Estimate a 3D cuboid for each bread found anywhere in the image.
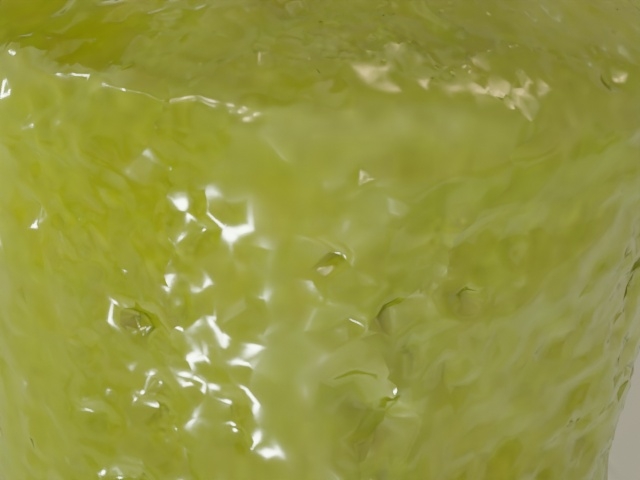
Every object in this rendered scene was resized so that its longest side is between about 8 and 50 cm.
[{"bbox_3d":[0.000,0.000,0.896,0.348,0.348,0.307,29,127,51],"label":"bread"}]
